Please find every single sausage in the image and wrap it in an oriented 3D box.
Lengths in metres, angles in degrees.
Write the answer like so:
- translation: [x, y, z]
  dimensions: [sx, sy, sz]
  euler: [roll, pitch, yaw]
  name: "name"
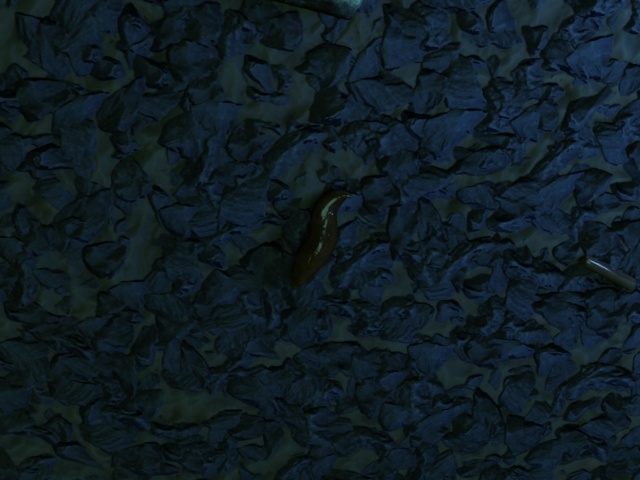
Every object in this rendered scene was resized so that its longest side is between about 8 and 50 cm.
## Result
- translation: [0.518, 0.057, 2.078]
  dimensions: [0.116, 0.026, 0.026]
  euler: [26, 111, -16]
  name: "sausage"

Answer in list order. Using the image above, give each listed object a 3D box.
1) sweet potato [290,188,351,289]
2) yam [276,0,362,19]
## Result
- translation: [-0.002, -0.001, 1.985]
  dimensions: [0.055, 0.058, 0.202]
  euler: [31, 111, 27]
  name: "sweet potato"
- translation: [-0.009, -0.390, 1.781]
  dimensions: [0.141, 0.079, 0.079]
  euler: [14, 114, -12]
  name: "yam"
